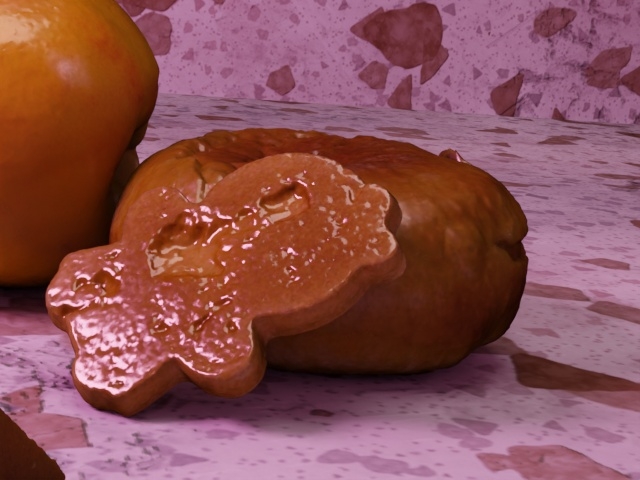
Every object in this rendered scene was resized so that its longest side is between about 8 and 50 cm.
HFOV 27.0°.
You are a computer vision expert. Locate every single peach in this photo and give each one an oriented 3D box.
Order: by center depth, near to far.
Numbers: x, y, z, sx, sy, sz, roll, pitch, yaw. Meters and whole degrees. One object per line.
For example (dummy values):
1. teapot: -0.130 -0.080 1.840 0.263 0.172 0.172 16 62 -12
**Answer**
1. peach: -0.302 -0.096 1.135 0.308 0.288 0.289 10 11 -3

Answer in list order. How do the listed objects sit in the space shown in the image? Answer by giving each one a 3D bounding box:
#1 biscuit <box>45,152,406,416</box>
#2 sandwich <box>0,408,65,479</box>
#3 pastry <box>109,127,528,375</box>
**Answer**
1. biscuit: -0.063 0.022 0.908 0.249 0.035 0.184 -28 51 -5
2. sandwich: -0.233 0.106 0.634 0.090 0.088 0.244 8 11 33
3. pastry: 0.000 0.000 1.092 0.356 0.163 0.356 7 14 -2
